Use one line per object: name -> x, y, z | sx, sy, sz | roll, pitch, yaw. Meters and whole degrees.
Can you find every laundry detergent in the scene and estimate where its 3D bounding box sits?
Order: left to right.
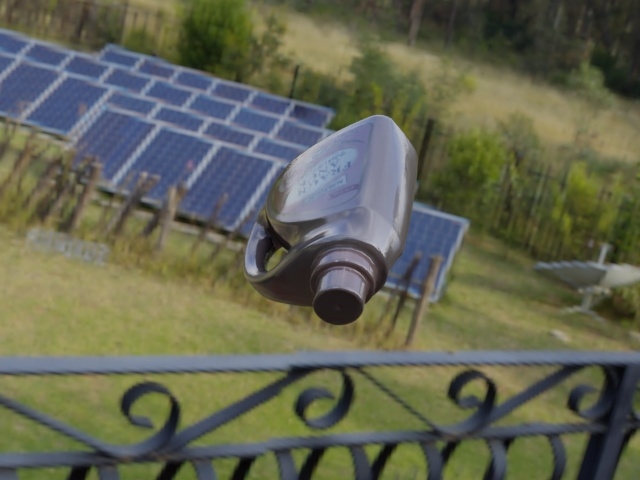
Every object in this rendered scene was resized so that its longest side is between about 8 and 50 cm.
laundry detergent -> 0.000, 0.000, 0.997 | 0.076, 0.171, 0.237 | 49, 31, -24
